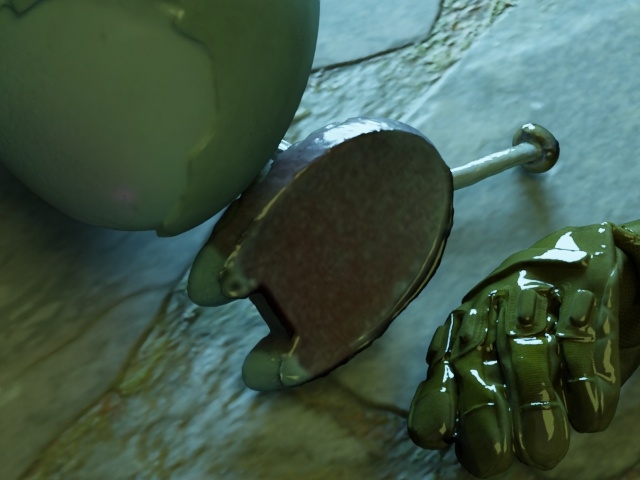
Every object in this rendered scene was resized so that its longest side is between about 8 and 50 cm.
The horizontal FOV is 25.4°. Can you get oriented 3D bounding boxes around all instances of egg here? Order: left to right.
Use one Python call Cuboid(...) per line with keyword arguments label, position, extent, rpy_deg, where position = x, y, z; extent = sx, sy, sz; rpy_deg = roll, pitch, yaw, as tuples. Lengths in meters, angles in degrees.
Cuboid(label="egg", position=(-0.137, -0.164, 0.970), extent=(0.278, 0.278, 0.336), rpy_deg=(1, 60, -19))

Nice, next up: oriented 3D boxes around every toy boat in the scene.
Cuboid(label="toy boat", position=(0.000, 0.000, 1.035), extent=(0.227, 0.085, 0.155), rpy_deg=(-43, 117, -24))

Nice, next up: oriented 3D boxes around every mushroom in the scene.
Cuboid(label="mushroom", position=(0.054, -0.065, 1.131), extent=(0.306, 0.043, 0.068), rpy_deg=(-1, 47, -19))

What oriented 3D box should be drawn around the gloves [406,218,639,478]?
Cuboid(label="gloves", position=(0.185, 0.065, 1.038), extent=(0.331, 0.154, 0.141), rpy_deg=(-23, 87, -34))
